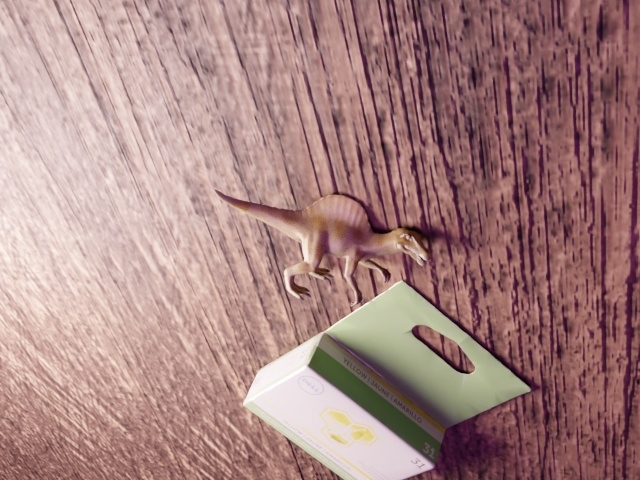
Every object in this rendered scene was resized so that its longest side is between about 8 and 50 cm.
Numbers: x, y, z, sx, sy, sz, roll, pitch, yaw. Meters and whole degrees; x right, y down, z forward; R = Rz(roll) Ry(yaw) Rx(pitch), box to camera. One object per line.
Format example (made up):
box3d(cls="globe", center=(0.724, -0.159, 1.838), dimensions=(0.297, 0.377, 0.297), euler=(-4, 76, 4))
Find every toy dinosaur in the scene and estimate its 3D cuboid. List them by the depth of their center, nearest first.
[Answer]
box3d(cls="toy dinosaur", center=(0.000, 0.000, 0.729), dimensions=(0.183, 0.053, 0.092), euler=(14, 120, 3))

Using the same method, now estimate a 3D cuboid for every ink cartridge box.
box3d(cls="ink cartridge box", center=(0.057, 0.152, 0.834), dimensions=(0.171, 0.056, 0.235), euler=(40, 137, -13))
